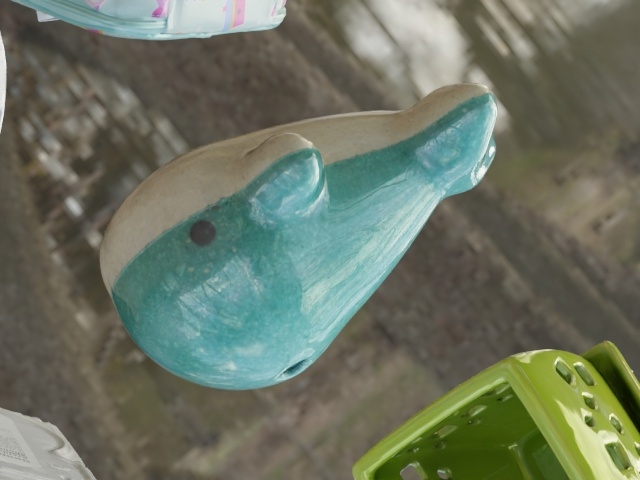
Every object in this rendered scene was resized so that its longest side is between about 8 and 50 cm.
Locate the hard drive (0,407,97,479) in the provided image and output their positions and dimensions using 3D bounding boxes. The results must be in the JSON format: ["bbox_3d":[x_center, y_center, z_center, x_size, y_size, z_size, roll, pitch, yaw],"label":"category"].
[{"bbox_3d":[-0.306,0.174,1.481,0.339,0.237,0.064,-158,-95,-73],"label":"hard drive"}]

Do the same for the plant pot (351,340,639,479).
[{"bbox_3d":[0.206,0.229,1.683,0.207,0.227,0.228,-14,160,-50],"label":"plant pot"}]

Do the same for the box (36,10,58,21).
[{"bbox_3d":[-0.256,-0.337,1.868,0.103,0.203,0.114,-12,-155,-5],"label":"box"}]

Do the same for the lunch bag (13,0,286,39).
[{"bbox_3d":[-0.161,-0.249,1.577,0.279,0.224,0.108,-16,123,-58],"label":"lunch bag"}]

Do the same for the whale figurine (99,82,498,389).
[{"bbox_3d":[0.000,0.000,1.173,0.272,0.141,0.216,-24,162,-4],"label":"whale figurine"}]

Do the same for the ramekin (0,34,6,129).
[{"bbox_3d":[-0.448,-0.139,1.957,0.273,0.127,0.273,12,90,-75],"label":"ramekin"}]
